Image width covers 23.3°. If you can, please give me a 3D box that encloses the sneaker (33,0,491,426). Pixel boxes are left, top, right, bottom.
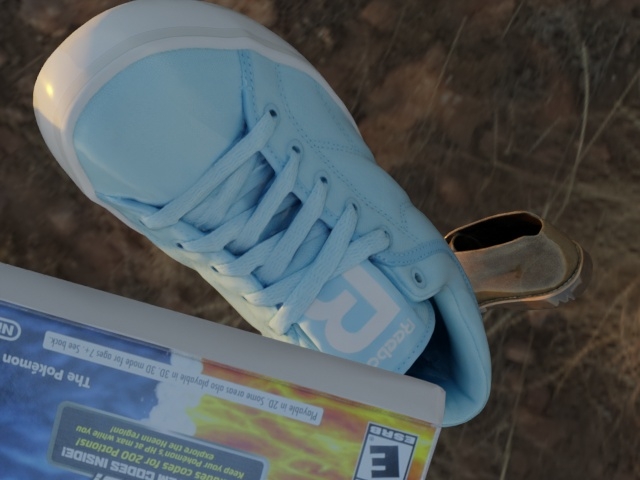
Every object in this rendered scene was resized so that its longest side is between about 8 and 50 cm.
[{"bbox_3d":[0.000,0.000,0.847,0.135,0.150,0.366,-47,140,7],"label":"sneaker"}]

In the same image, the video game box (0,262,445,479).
[{"bbox_3d":[-0.078,0.116,0.559,0.205,0.048,0.187,15,106,2],"label":"video game box"}]

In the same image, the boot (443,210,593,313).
[{"bbox_3d":[0.146,0.031,1.754,0.305,0.112,0.115,-17,138,35],"label":"boot"}]
